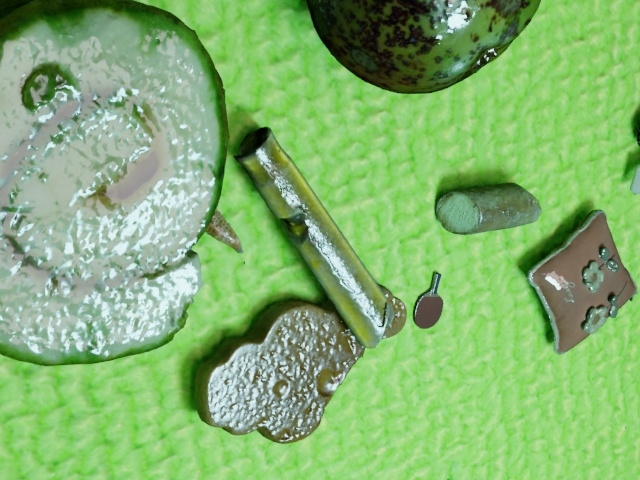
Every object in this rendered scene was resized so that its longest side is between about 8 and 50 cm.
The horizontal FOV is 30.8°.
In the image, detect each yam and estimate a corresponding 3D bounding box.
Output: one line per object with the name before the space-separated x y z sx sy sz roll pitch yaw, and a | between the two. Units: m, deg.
yam | 0.234 -0.046 1.600 0.147 0.070 0.069 -10 112 -32

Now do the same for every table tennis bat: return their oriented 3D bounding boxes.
table tennis bat | 0.155 0.085 1.627 0.050 0.007 0.083 5 105 -35

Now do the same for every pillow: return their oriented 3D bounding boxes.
pillow | 0.397 0.065 1.744 0.171 0.075 0.179 -39 123 -16

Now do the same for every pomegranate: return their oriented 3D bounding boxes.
pomegranate | 0.087 -0.336 1.304 0.285 0.285 0.340 -33 89 -21

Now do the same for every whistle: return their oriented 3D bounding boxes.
whistle | 0.001 0.000 1.434 0.068 0.057 0.326 -52 121 -30

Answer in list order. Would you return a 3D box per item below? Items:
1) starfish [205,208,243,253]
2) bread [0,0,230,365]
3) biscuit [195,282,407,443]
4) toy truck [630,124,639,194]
starfish | -0.199 -0.064 1.300 0.236 0.062 0.277 -45 123 -11
bread | -0.243 -0.054 1.177 0.366 0.129 0.382 -43 121 -14
biscuit | -0.019 0.154 1.507 0.320 0.047 0.183 -36 123 -21
toy truck | 0.560 -0.193 1.735 0.111 0.136 0.285 -2 110 -56
